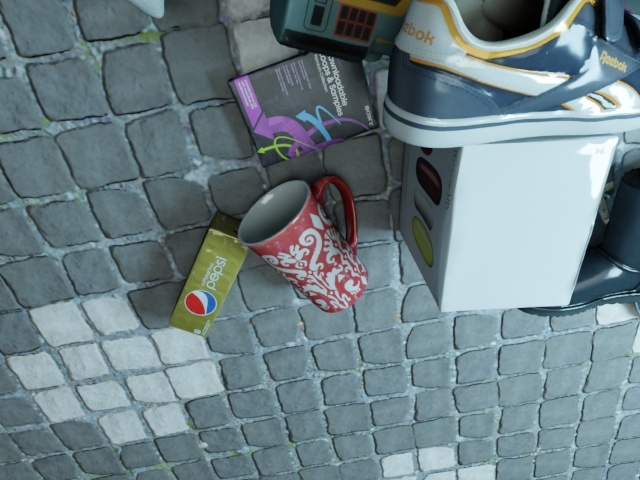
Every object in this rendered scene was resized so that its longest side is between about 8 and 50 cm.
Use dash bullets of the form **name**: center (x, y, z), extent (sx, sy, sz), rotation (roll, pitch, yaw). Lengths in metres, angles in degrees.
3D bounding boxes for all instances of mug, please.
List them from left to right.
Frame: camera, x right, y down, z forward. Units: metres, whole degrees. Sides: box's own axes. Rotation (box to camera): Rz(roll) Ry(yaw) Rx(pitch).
- **mug**: center (0.000, 0.006, 0.580), extent (0.150, 0.113, 0.169), rotation (-34, 123, 9)

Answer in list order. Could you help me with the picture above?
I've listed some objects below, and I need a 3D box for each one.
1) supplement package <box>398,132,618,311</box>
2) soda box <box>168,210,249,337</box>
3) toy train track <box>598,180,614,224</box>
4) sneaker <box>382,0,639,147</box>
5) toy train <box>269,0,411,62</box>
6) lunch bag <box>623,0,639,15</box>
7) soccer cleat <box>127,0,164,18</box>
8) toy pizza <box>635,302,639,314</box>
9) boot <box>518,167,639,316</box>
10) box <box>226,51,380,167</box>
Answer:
- **supplement package**: center (0.193, -0.053, 0.513), extent (0.150, 0.203, 0.194), rotation (-3, 117, -3)
- **soda box**: center (-0.161, 0.052, 0.625), extent (0.062, 0.058, 0.181), rotation (23, 114, -15)
- **toy train track**: center (0.419, -0.056, 0.633), extent (0.048, 0.014, 0.083), rotation (-29, 116, 11)
- **sneaker**: center (0.216, -0.169, 0.378), extent (0.322, 0.126, 0.127), rotation (-12, 134, -14)
- **toy train**: center (0.102, -0.267, 0.422), extent (0.335, 0.142, 0.190), rotation (3, 131, -20)
- **lunch bag**: center (0.483, -0.268, 0.408), extent (0.263, 0.223, 0.159), rotation (3, 123, -7)
- **soccer cleat**: center (-0.088, -0.354, 0.401), extent (0.331, 0.143, 0.116), rotation (-42, 78, -3)
- **toy pizza**: center (0.611, 0.059, 0.697), extent (0.202, 0.032, 0.201), rotation (-1, 118, -2)
- **boot**: center (0.398, -0.001, 0.601), extent (0.247, 0.094, 0.207), rotation (-6, 125, 0)
- **box**: center (-0.018, -0.171, 0.534), extent (0.162, 0.029, 0.115), rotation (-19, 117, 5)
